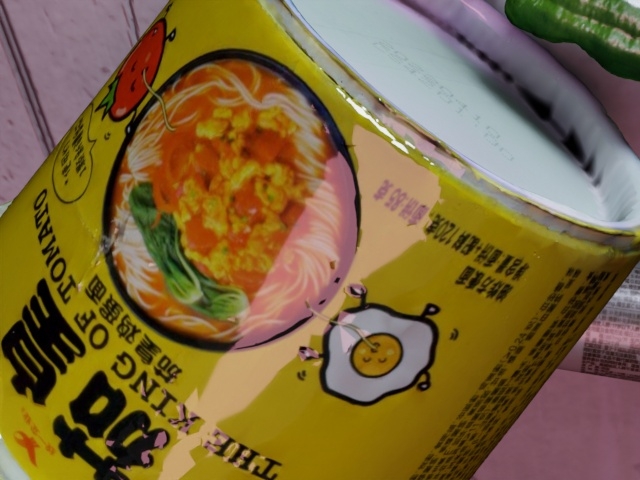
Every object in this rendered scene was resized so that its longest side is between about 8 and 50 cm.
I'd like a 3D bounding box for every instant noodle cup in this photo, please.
[{"bbox_3d":[0.000,0.000,0.544,0.326,0.325,0.254,36,118,-5],"label":"instant noodle cup"}]

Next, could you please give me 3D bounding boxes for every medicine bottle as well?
[{"bbox_3d":[0.207,0.049,0.628,0.140,0.079,0.079,7,124,15],"label":"medicine bottle"}]

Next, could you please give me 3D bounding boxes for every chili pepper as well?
[{"bbox_3d":[0.199,-0.108,0.522,0.257,0.100,0.074,23,125,1],"label":"chili pepper"}]
